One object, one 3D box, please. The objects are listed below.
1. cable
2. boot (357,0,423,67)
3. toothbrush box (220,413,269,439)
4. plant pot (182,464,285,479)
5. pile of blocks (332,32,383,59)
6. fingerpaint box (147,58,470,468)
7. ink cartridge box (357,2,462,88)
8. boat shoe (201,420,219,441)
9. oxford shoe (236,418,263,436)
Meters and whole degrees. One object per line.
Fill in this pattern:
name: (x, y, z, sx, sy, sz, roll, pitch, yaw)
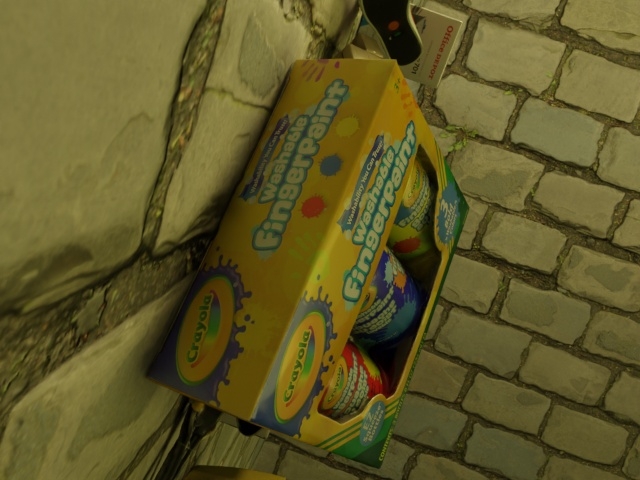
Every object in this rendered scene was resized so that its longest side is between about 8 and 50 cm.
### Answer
cable: (-0.206, 0.279, 0.909, 0.287, 0.072, 0.139, -55, -172, -19)
boot: (0.099, -0.437, 1.026, 0.244, 0.088, 0.176, 54, 19, -57)
toothbrush box: (-0.111, 0.266, 1.321, 0.295, 0.126, 0.216, -32, 143, -84)
plant pot: (-0.202, 0.559, 1.173, 0.212, 0.187, 0.212, 51, 59, -85)
pile of blocks: (0.005, -0.175, 1.019, 0.113, 0.149, 0.362, 9, 94, -42)
fingerpaint box: (0.030, 0.047, 0.822, 0.371, 0.163, 0.444, 46, 62, -52)
ink cartridge box: (0.174, -0.407, 1.226, 0.082, 0.191, 0.139, -56, 165, -70)
boat shoe: (-0.191, 0.290, 1.032, 0.045, 0.050, 0.135, -55, -178, 25)
oxford shoe: (-0.084, 0.219, 1.006, 0.130, 0.123, 0.348, -55, 161, -41)
